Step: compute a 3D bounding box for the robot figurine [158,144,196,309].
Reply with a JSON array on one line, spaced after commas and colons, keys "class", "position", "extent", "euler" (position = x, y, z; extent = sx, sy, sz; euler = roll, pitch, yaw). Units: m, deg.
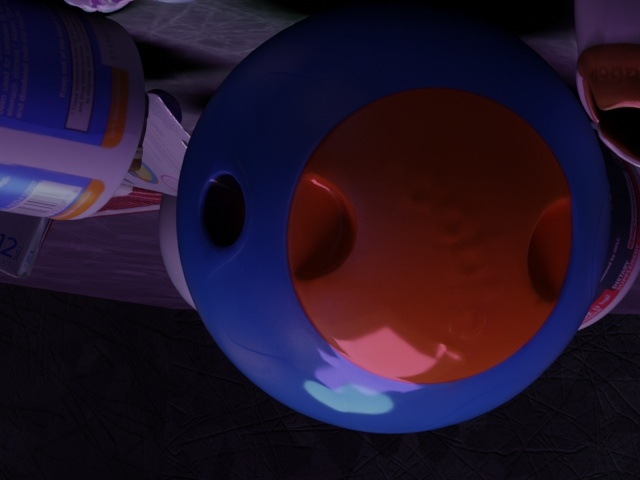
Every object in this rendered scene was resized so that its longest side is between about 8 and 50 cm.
[{"class": "robot figurine", "position": [0.000, 0.000, 1.750], "extent": [0.353, 0.200, 0.300], "euler": [20, -156, -36]}]

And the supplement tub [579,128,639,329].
[{"class": "supplement tub", "position": [0.135, -0.026, 1.569], "extent": [0.191, 0.191, 0.272], "euler": [0, 173, 32]}]

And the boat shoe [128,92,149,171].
[{"class": "boat shoe", "position": [-0.227, -0.120, 1.521], "extent": [0.223, 0.073, 0.080], "euler": [23, -175, 23]}]

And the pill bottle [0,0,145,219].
[{"class": "pill bottle", "position": [-0.271, -0.106, 1.328], "extent": [0.272, 0.152, 0.152], "euler": [10, 171, -37]}]

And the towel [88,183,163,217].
[{"class": "towel", "position": [-0.334, -0.066, 2.253], "extent": [0.237, 0.037, 0.329], "euler": [-4, 171, 40]}]

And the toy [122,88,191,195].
[{"class": "toy", "position": [-0.166, -0.102, 1.614], "extent": [0.237, 0.056, 0.137], "euler": [8, 147, 43]}]

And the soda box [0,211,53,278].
[{"class": "soda box", "position": [-0.357, -0.067, 1.594], "extent": [0.286, 0.098, 0.091], "euler": [23, 176, -2]}]

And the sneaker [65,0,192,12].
[{"class": "sneaker", "position": [-0.123, -0.169, 1.192], "extent": [0.098, 0.038, 0.069], "euler": [-7, 170, 12]}]

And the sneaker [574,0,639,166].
[{"class": "sneaker", "position": [0.207, -0.097, 1.208], "extent": [0.105, 0.123, 0.290], "euler": [0, 174, 21]}]

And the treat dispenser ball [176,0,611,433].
[{"class": "treat dispenser ball", "position": [0.047, -0.016, 1.285], "extent": [0.288, 0.288, 0.288], "euler": [4, 174, 1]}]
